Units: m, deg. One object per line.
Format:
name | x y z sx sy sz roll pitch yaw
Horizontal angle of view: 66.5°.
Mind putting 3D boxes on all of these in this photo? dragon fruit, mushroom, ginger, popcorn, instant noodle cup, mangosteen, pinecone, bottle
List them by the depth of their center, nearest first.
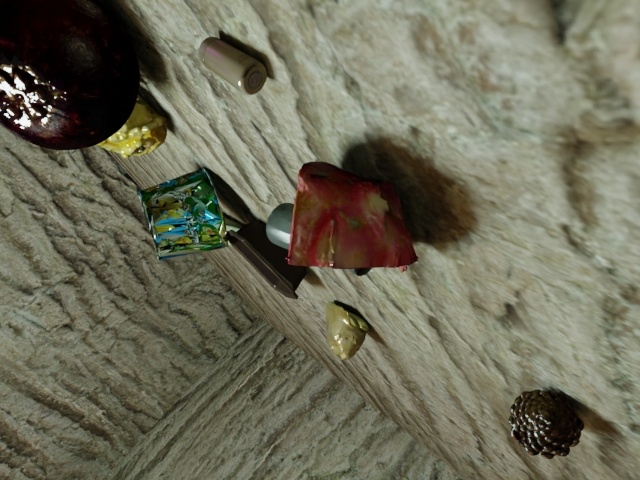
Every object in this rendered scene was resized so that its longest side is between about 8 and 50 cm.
bottle | -0.116 -0.230 0.635 0.096 0.045 0.045 39 164 24
dragon fruit | 0.049 -0.030 0.636 0.161 0.126 0.274 9 -177 2
pinecone | 0.335 0.267 0.728 0.102 0.102 0.109 38 -163 21
mangosteen | -0.474 -0.319 0.900 0.298 0.293 0.296 8 117 16
popcorn | -0.452 -0.272 1.159 0.170 0.180 0.180 64 166 7
instant noodle cup | -0.364 -0.063 1.283 0.240 0.178 0.240 163 90 -72
ginger | 0.052 0.244 1.321 0.115 0.122 0.193 27 175 -17
mushroom | -0.327 -0.042 1.540 0.333 0.107 0.087 24 114 52

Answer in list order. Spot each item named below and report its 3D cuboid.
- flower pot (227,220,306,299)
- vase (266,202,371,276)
flower pot | -0.136 0.041 1.304 0.251 0.084 0.179 46 163 -12
vase | 0.000 0.000 0.883 0.214 0.086 0.086 24 155 39
